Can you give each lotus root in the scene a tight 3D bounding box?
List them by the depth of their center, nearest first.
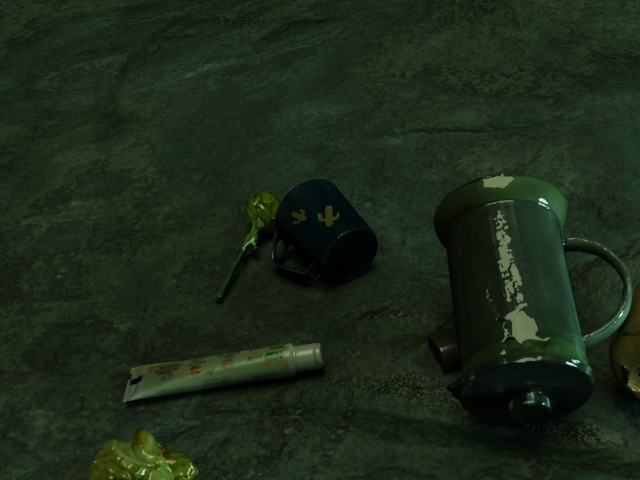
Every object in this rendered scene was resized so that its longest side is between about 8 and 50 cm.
[{"bbox_3d":[0.512,0.121,1.470,0.160,0.146,0.284,33,47,15],"label":"lotus root"}]

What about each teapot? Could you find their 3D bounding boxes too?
[{"bbox_3d":[0.302,0.090,1.464,0.270,0.200,0.337,-10,53,12],"label":"teapot"}]

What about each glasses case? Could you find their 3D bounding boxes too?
[{"bbox_3d":[0.264,0.145,1.588,0.190,0.042,0.072,-15,29,-6],"label":"glasses case"}]

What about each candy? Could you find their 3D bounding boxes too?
[{"bbox_3d":[-0.129,0.011,1.850,0.077,0.073,0.262,25,50,1],"label":"candy"}]

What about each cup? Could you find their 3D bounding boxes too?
[{"bbox_3d":[0.000,0.000,1.788,0.176,0.131,0.155,-47,46,1],"label":"cup"}]

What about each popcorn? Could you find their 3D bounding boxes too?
[{"bbox_3d":[-0.244,0.326,1.404,0.145,0.126,0.126,0,44,45],"label":"popcorn"}]

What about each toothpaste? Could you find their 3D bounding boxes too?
[{"bbox_3d":[-0.151,0.200,1.607,0.314,0.058,0.056,-9,80,8],"label":"toothpaste"}]
